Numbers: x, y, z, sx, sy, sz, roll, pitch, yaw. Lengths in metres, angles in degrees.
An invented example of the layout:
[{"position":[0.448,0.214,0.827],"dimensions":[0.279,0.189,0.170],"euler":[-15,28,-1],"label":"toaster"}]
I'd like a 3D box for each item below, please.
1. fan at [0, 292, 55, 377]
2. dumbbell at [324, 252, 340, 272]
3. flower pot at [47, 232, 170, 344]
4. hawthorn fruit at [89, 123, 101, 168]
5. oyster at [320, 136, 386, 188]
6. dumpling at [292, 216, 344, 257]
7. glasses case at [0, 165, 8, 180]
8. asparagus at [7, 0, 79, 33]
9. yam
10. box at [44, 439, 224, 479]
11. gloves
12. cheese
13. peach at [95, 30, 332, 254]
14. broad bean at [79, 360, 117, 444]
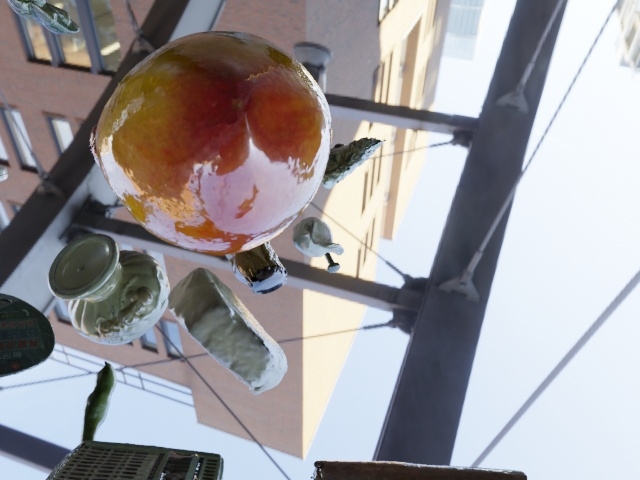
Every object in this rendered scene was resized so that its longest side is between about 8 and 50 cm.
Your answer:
[{"position":[-0.661,0.154,1.040],"dimensions":[0.294,0.012,0.223],"euler":[40,-148,7],"label":"fan"},{"position":[0.030,0.062,1.975],"dimensions":[0.052,0.046,0.118],"euler":[6,-138,-36],"label":"dumbbell"},{"position":[-0.616,0.133,1.573],"dimensions":[0.307,0.244,0.307],"euler":[-11,-127,15],"label":"flower pot"},{"position":[-0.580,-0.315,1.734],"dimensions":[0.285,0.165,0.165],"euler":[-20,-136,-18],"label":"hawthorn fruit"},{"position":[0.045,-0.147,0.996],"dimensions":[0.177,0.064,0.125],"euler":[-31,-169,-25],"label":"oyster"},{"position":[0.000,-0.001,1.401],"dimensions":[0.134,0.169,0.100],"euler":[26,-113,-20],"label":"dumpling"},{"position":[-0.825,-0.153,1.238],"dimensions":[0.204,0.051,0.081],"euler":[-2,-165,-21],"label":"glasses case"},{"position":[-0.674,-0.551,1.254],"dimensions":[0.080,0.287,0.080],"euler":[-3,-103,13],"label":"asparagus"},{"position":[0.118,0.299,0.678],"dimensions":[0.264,0.046,0.046],"euler":[0,-141,5],"label":"yam"},{"position":[-0.289,0.434,0.858],"dimensions":[0.290,0.166,0.220],"euler":[9,-179,-5],"label":"box"},{"position":[-0.223,-0.002,1.470],"dimensions":[0.356,0.203,0.155],"euler":[39,-98,24],"label":"gloves"},{"position":[-0.207,0.197,1.216],"dimensions":[0.115,0.326,0.318],"euler":[-42,-108,-5],"label":"cheese"},{"position":[-0.127,-0.112,0.681],"dimensions":[0.289,0.289,0.308],"euler":[-10,-149,-14],"label":"peach"},{"position":[-0.605,0.484,1.492],"dimensions":[0.056,0.098,0.318],"euler":[-17,-118,22],"label":"broad bean"}]
